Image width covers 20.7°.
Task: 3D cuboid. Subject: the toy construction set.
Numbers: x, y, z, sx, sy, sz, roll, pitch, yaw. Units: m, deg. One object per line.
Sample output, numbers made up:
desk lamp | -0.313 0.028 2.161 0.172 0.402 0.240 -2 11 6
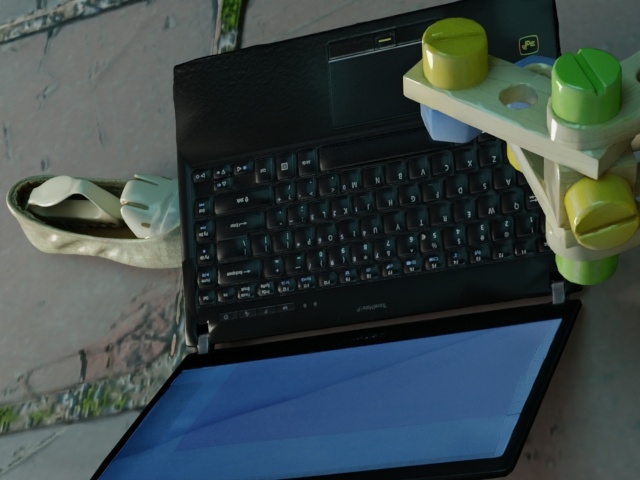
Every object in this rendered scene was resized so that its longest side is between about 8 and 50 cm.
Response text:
toy construction set | 0.199 0.003 0.729 0.215 0.151 0.327 -22 60 -16

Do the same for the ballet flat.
ballet flat | -0.117 -0.015 1.034 0.168 0.052 0.057 -1 56 31

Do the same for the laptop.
laptop | 0.000 0.000 0.884 0.234 0.136 0.264 -9 77 25
